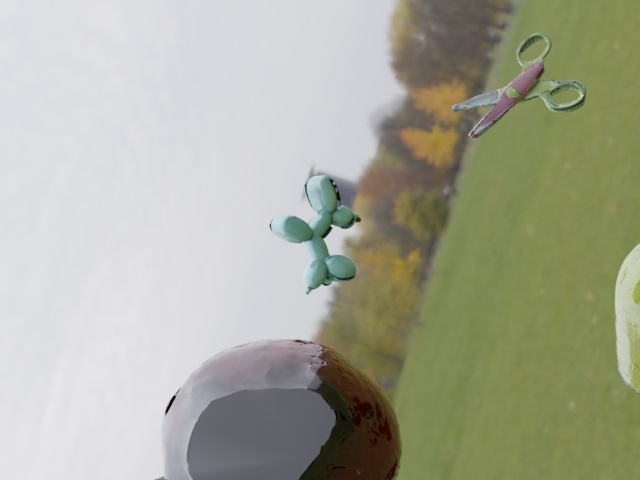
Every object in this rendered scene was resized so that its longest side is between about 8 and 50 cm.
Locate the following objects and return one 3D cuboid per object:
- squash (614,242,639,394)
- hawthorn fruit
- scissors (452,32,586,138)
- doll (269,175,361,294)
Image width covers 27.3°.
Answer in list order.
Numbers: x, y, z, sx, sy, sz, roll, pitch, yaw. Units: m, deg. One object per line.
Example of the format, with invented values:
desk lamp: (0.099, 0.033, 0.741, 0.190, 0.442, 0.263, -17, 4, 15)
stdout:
squash: (0.417, 0.083, 1.565, 0.247, 0.132, 0.132, 71, -146, -53)
hawthorn fruit: (-0.044, 0.248, 1.522, 0.316, 0.316, 0.316, 18, -90, -86)
scissors: (0.287, -0.216, 1.939, 0.187, 0.133, 0.020, -29, -15, -6)
doll: (0.000, 0.000, 2.029, 0.059, 0.158, 0.159, -5, 45, 58)
